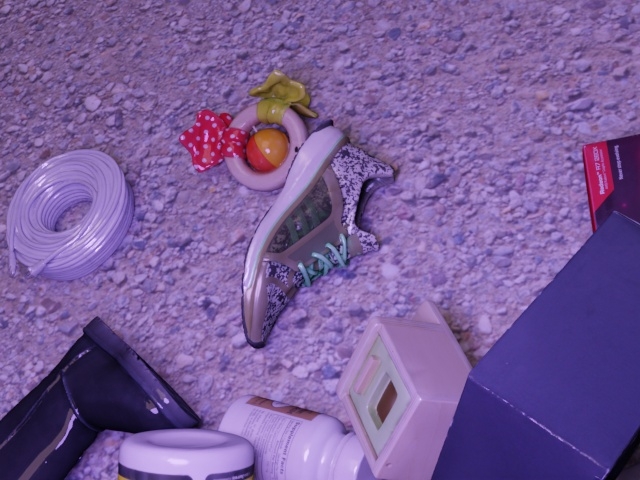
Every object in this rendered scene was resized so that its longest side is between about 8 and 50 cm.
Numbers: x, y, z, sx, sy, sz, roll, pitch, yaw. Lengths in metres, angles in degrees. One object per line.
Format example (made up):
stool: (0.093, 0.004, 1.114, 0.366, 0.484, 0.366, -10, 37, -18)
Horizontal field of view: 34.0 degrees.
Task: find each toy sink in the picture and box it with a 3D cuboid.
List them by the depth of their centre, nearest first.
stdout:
toy sink: (0.116, 0.202, 1.482, 0.152, 0.131, 0.234, -64, 30, 29)

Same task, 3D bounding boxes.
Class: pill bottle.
pill bottle: (-0.190, 0.440, 1.446, 0.188, 0.188, 0.333, 2, 90, 24)
pill bottle: (-0.028, 0.314, 1.544, 0.229, 0.131, 0.131, 11, 66, 28)

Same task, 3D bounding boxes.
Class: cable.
cable: (-0.471, -0.049, 1.979, 0.257, 0.089, 0.257, -24, 54, 7)

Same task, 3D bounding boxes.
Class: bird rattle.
bird rattle: (-0.118, -0.184, 1.891, 0.254, 0.143, 0.206, -33, 70, 6)

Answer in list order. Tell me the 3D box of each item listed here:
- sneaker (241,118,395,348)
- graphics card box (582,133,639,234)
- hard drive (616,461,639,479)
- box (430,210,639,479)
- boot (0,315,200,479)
sneaker: (0.000, 0.000, 1.727, 0.182, 0.158, 0.410, 21, 75, 13)
graphics card box: (0.583, -0.062, 1.532, 0.371, 0.094, 0.232, -9, 58, 17)
hard drive: (0.322, 0.406, 1.315, 0.353, 0.047, 0.233, -28, 15, 6)
box: (0.309, 0.195, 1.276, 0.179, 0.312, 0.343, 34, 52, 20)
boot: (-0.426, 0.359, 1.642, 0.445, 0.146, 0.367, -45, 29, -12)
